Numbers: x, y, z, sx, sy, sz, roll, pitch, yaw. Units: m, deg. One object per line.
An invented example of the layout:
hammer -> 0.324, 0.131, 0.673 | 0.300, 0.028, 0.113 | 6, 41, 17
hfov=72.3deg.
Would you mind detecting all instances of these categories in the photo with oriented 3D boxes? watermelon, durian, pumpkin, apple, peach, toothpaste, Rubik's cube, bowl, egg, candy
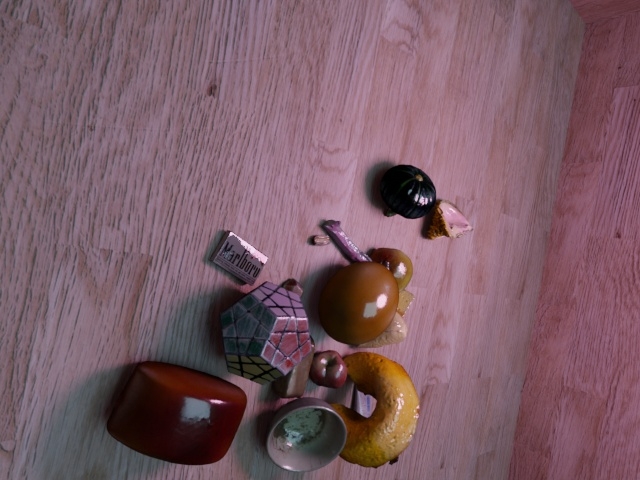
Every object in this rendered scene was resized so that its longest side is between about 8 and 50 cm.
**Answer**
watermelon -> -0.090, 0.189, 1.590 | 0.092, 0.072, 0.085 | -11, 120, -44
durian -> 0.615, -0.105, 2.119 | 0.305, 0.185, 0.196 | -16, 88, -43
pumpkin -> 0.352, -0.186, 1.846 | 0.248, 0.248, 0.248 | -7, 101, -40
apple -> 0.293, 0.136, 1.860 | 0.207, 0.173, 0.189 | 29, 74, -24
peach -> 0.033, 0.513, 1.702 | 0.152, 0.152, 0.152 | -7, 101, -40
toothpaste -> 0.181, 0.754, 1.915 | 0.114, 0.073, 0.300 | 14, 79, -40
Rubik's cube -> -0.178, 0.292, 1.395 | 0.264, 0.319, 0.319 | -9, 103, -13
bowl -> -0.058, 0.675, 1.590 | 0.289, 0.146, 0.290 | -3, 110, -9
egg -> 0.149, 0.232, 1.661 | 0.351, 0.282, 0.283 | -41, 121, -32
candy -> -0.097, 0.456, 1.599 | 0.104, 0.102, 0.234 | 17, 87, -42

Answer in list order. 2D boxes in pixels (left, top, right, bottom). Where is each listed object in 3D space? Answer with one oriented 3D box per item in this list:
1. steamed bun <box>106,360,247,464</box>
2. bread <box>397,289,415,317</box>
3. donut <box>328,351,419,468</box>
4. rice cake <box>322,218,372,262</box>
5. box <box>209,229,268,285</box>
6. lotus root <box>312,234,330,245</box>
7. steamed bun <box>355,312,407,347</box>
steamed bun -> -0.383, 0.500, 1.258 | 0.379, 0.248, 0.235 | 32, 76, -40
bread -> 0.330, 0.287, 1.923 | 0.147, 0.152, 0.127 | -47, 134, -26
donut -> 0.188, 0.639, 1.705 | 0.163, 0.377, 0.435 | 47, 61, -35
rice cake -> 0.110, 0.019, 1.733 | 0.290, 0.081, 0.051 | 49, 52, -35
box -> -0.265, 0.059, 1.438 | 0.177, 0.035, 0.115 | 40, 70, -37
lotus root -> -0.001, 0.001, 1.665 | 0.083, 0.030, 0.038 | -3, 67, -44
steamed bun -> 0.252, 0.348, 1.812 | 0.110, 0.212, 0.231 | 10, 86, -71
